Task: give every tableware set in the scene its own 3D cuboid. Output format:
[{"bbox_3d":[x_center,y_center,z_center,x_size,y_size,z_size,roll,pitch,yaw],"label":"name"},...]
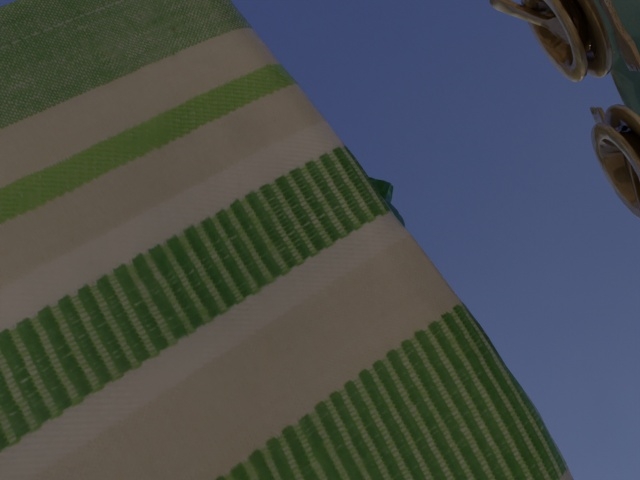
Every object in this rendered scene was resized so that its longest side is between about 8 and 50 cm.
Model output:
[{"bbox_3d":[0.178,-0.091,0.632,0.039,0.128,0.194,-30,-81,0],"label":"tableware set"}]

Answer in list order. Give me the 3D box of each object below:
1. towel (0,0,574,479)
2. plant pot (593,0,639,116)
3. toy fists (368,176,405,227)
[{"bbox_3d":[-0.056,0.054,0.352,0.248,0.038,0.325,-32,-100,-30],"label":"towel"},{"bbox_3d":[0.376,-0.183,0.808,0.195,0.290,0.290,-22,-117,34],"label":"plant pot"},{"bbox_3d":[0.000,0.000,1.007,0.096,0.279,0.142,-19,-107,40],"label":"toy fists"}]
